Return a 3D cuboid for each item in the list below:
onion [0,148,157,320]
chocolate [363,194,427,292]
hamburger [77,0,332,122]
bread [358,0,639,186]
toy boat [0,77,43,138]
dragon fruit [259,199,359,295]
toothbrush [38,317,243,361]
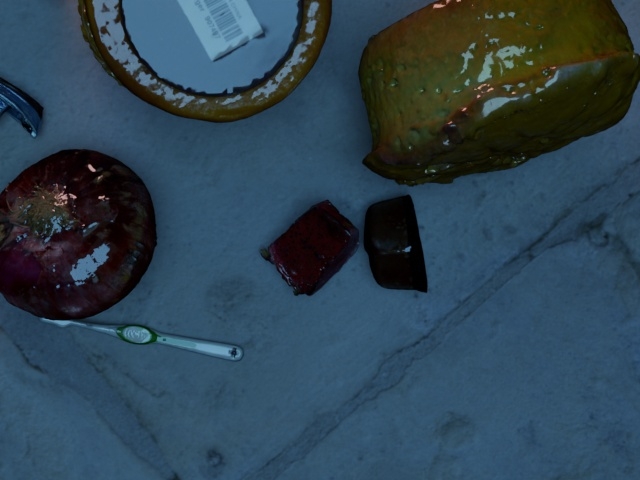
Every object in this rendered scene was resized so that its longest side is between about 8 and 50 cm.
[{"bbox_3d":[-0.339,-0.006,1.573,0.246,0.190,0.246,-2,68,5],"label":"onion"},{"bbox_3d":[0.103,0.016,1.659,0.080,0.125,0.148,-8,101,12],"label":"chocolate"},{"bbox_3d":[-0.159,-0.321,1.519,0.330,0.250,0.330,-2,103,-9],"label":"hamburger"},{"bbox_3d":[0.229,-0.206,1.530,0.398,0.398,0.215,-16,85,-4],"label":"bread"},{"bbox_3d":[-0.454,-0.193,1.608,0.137,0.060,0.061,32,73,-13],"label":"toy boat"},{"bbox_3d":[0.000,0.000,1.663,0.102,0.096,0.147,47,121,2],"label":"dragon fruit"},{"bbox_3d":[-0.262,0.140,1.675,0.304,0.030,0.030,12,94,-6],"label":"toothbrush"}]
